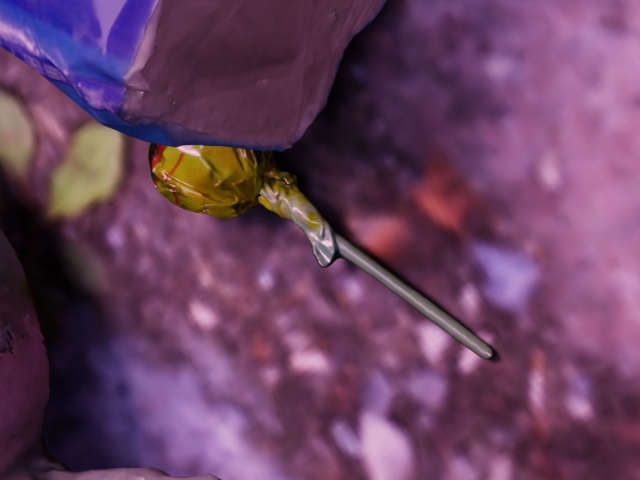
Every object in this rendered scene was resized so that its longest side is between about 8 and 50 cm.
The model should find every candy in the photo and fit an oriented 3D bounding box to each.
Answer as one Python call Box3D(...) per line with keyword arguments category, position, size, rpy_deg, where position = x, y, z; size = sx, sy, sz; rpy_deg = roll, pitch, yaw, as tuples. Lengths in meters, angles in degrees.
Box3D(category="candy", position=(0.000, 0.000, 0.533), size=(0.123, 0.035, 0.035), rpy_deg=(36, 94, 10))

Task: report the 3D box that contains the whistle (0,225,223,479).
Box3D(category="whistle", position=(-0.110, 0.081, 0.539), size=(0.346, 0.134, 0.142), rpy_deg=(43, 68, 7))

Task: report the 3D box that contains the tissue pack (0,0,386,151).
Box3D(category="tissue pack", position=(-0.087, -0.171, 0.511), size=(0.269, 0.137, 0.209), rpy_deg=(28, 103, 25))
